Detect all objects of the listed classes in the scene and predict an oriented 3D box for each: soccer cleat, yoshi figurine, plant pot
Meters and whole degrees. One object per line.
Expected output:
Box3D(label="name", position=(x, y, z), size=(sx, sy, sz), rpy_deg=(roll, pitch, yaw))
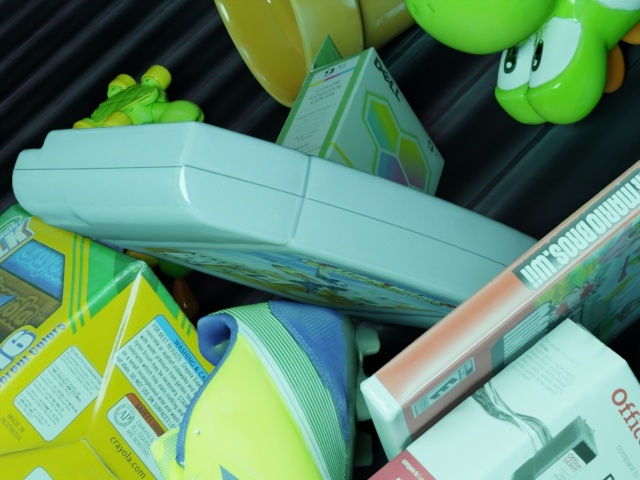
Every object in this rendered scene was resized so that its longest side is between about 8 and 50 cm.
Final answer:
Box3D(label="soccer cleat", position=(-0.032, 0.144, 0.884), size=(0.121, 0.093, 0.289), rpy_deg=(6, 41, -1))
Box3D(label="yoshi figurine", position=(0.154, -0.265, 1.150), size=(0.203, 0.203, 0.362), rpy_deg=(55, -134, -81))
Box3D(label="plant pot", position=(0.021, -0.241, 1.449), size=(0.188, 0.205, 0.205), rpy_deg=(-26, 23, -16))

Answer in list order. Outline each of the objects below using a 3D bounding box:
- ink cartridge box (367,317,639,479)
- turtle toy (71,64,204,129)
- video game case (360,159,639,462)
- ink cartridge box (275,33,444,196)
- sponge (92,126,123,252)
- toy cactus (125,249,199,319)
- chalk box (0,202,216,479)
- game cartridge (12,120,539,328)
Box3D(label="ink cartridge box", position=(0.103, 0.120, 0.818), size=(0.135, 0.099, 0.056), rpy_deg=(-39, 28, -6))
Box3D(label="turtle toy", position=(-0.162, -0.108, 1.563), size=(0.130, 0.066, 0.095), rpy_deg=(-8, 37, 43))
Box3D(label="video game case", position=(0.146, 0.018, 0.875), size=(0.285, 0.025, 0.204), rpy_deg=(-39, -19, -7))
Box3D(label="ink cartridge box", position=(0.030, -0.060, 1.203), size=(0.062, 0.109, 0.209), rpy_deg=(-19, 29, 29))
Box3D(label="sponge", position=(-0.195, 0.015, 1.346), size=(0.210, 0.031, 0.117), rpy_deg=(-62, 26, 1))
Box3D(label="toy cactus", position=(-0.047, -0.023, 1.254), size=(0.180, 0.112, 0.219), rpy_deg=(-19, -7, -21))
Box3D(label="chalk box", position=(-0.184, 0.105, 1.096), size=(0.179, 0.180, 0.289), rpy_deg=(-42, 28, -14))
Box3D(label="game cartridge", position=(0.000, 0.000, 0.962), size=(0.198, 0.297, 0.062), rpy_deg=(8, 82, 52))
